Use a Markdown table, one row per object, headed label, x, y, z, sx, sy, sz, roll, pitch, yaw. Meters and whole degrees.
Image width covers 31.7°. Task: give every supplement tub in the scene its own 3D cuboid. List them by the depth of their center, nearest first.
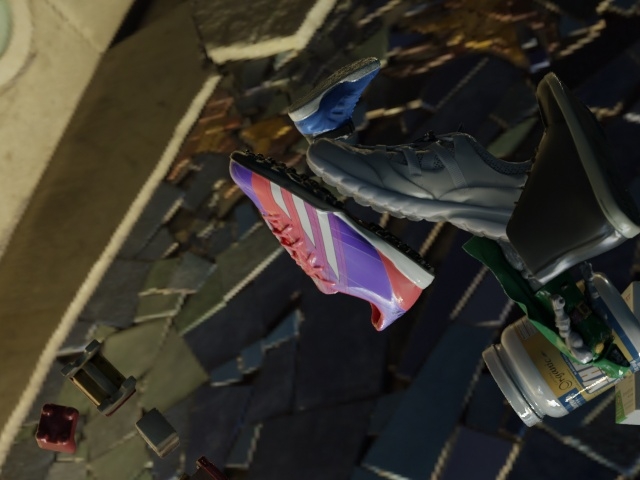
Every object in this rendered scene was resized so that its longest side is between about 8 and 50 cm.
| label | x | y | z | sx | sy | sz | roll | pitch | yaw |
| --- | --- | --- | --- | --- | --- | --- | --- | --- | --- |
| supplement tub | 0.337 | 0.150 | 1.536 | 0.144 | 0.199 | 0.144 | 53 | 10 | -14 |

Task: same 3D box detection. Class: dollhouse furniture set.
| label | x | y | z | sx | sy | sz | roll | pitch | yaw |
| --- | --- | --- | --- | --- | --- | --- | --- | --- | --- |
| dollhouse furniture set | -0.304 | 0.368 | 1.808 | 0.374 | 0.152 | 0.201 | 44 | 74 | 9 |

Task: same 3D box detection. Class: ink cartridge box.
| label | x | y | z | sx | sy | sz | roll | pitch | yaw |
| --- | --- | --- | --- | --- | --- | --- | --- | --- | --- |
| ink cartridge box | 0.524 | 0.181 | 1.794 | 0.153 | 0.086 | 0.208 | 81 | 13 | -73 |

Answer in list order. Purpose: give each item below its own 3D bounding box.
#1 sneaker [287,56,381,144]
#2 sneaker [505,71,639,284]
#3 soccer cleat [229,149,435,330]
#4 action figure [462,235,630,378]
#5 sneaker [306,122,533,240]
| label | x | y | z | sx | sy | sz | roll | pitch | yaw |
| --- | --- | --- | --- | --- | --- | --- | --- | --- | --- |
| sneaker | 0.035 | -0.191 | 1.607 | 0.152 | 0.058 | 0.085 | -37 | 113 | -12 |
| sneaker | 0.226 | -0.068 | 1.121 | 0.083 | 0.118 | 0.222 | 34 | 33 | -37 |
| soccer cleat | 0.000 | 0.000 | 1.451 | 0.318 | 0.108 | 0.116 | 34 | 97 | -21 |
| action figure | 0.277 | 0.063 | 1.301 | 0.137 | 0.063 | 0.232 | -36 | 88 | -38 |
| sneaker | 0.125 | -0.077 | 1.244 | 0.105 | 0.281 | 0.115 | 147 | -43 | -88 |
